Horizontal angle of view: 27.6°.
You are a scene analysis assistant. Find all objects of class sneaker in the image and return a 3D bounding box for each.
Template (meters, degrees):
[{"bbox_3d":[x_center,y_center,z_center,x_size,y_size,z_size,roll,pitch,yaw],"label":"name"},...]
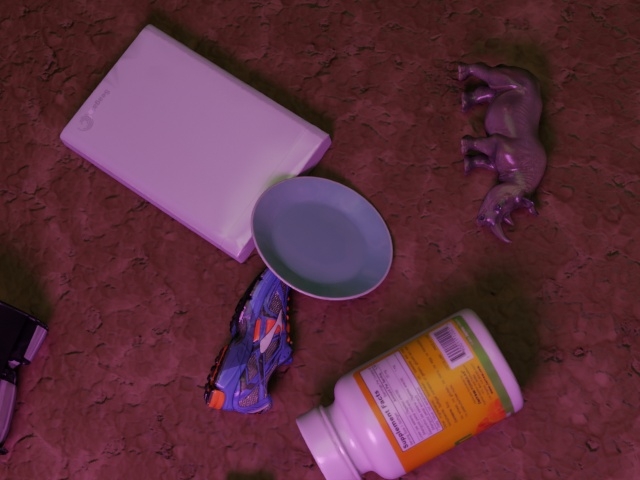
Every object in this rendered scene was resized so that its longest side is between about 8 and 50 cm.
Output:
[{"bbox_3d":[-0.070,0.119,1.621,0.087,0.083,0.221,26,70,-11],"label":"sneaker"}]

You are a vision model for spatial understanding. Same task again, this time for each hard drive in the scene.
[{"bbox_3d":[-0.168,-0.134,1.734,0.307,0.040,0.203,33,79,17],"label":"hard drive"}]

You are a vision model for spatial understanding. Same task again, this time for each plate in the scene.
[{"bbox_3d":[0.000,0.000,1.639,0.188,0.024,0.188,11,53,-15],"label":"plate"}]

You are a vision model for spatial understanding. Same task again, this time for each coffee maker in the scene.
[{"bbox_3d":[-0.435,0.158,1.605,0.120,0.171,0.178,5,70,27],"label":"coffee maker"}]

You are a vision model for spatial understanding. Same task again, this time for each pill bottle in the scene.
[{"bbox_3d":[0.102,0.194,1.530,0.245,0.136,0.136,-29,70,-2],"label":"pill bottle"}]

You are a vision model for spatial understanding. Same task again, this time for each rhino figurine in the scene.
[{"bbox_3d":[0.232,-0.114,1.650,0.106,0.073,0.243,-4,72,10],"label":"rhino figurine"}]
